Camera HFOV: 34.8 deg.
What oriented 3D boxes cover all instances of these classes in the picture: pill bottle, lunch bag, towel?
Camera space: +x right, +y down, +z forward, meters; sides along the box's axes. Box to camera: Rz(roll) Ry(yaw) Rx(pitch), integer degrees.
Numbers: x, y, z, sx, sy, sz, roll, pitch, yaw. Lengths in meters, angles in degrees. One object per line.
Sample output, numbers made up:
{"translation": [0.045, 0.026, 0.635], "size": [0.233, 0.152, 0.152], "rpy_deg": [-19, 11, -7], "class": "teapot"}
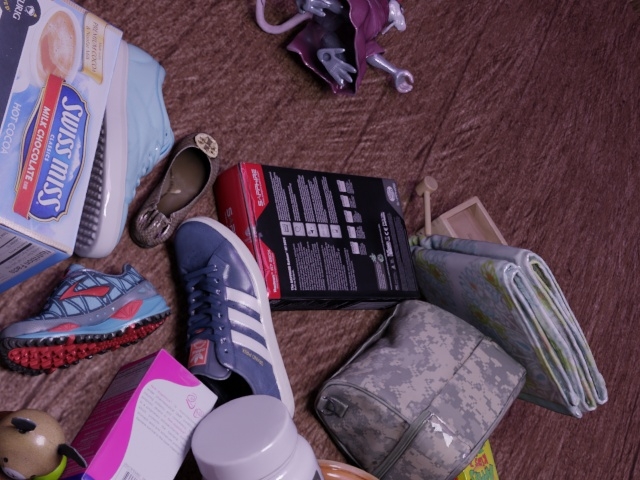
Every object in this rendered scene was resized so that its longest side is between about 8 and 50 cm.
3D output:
{"translation": [-0.067, 0.361, 1.398], "size": [0.161, 0.161, 0.283], "rpy_deg": [-50, 130, -44], "class": "pill bottle"}
{"translation": [0.161, 0.255, 1.699], "size": [0.256, 0.212, 0.305], "rpy_deg": [41, 44, 9], "class": "lunch bag"}
{"translation": [0.315, 0.137, 1.788], "size": [0.090, 0.374, 0.320], "rpy_deg": [-36, 108, -18], "class": "towel"}

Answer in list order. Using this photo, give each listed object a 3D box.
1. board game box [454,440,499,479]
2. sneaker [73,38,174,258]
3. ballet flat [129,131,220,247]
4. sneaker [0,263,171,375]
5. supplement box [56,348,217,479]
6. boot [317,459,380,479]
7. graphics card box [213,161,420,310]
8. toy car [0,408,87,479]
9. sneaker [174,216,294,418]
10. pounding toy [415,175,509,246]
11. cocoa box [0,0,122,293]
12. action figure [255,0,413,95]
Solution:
{"translation": [0.274, 0.414, 1.857], "size": [0.092, 0.043, 0.181], "rpy_deg": [-2, 74, -45], "class": "board game box"}
{"translation": [-0.277, -0.134, 1.498], "size": [0.150, 0.135, 0.366], "rpy_deg": [19, 61, -34], "class": "sneaker"}
{"translation": [-0.216, -0.087, 1.585], "size": [0.084, 0.058, 0.250], "rpy_deg": [38, 49, -10], "class": "ballet flat"}
{"translation": [-0.334, 0.098, 1.386], "size": [0.262, 0.104, 0.125], "rpy_deg": [-13, 64, -51], "class": "sneaker"}
{"translation": [-0.249, 0.269, 1.361], "size": [0.111, 0.114, 0.220], "rpy_deg": [46, 48, -19], "class": "supplement box"}
{"translation": [0.043, 0.488, 1.566], "size": [0.283, 0.109, 0.220], "rpy_deg": [51, 44, -30], "class": "boot"}
{"translation": [0.000, 0.000, 1.738], "size": [0.371, 0.094, 0.233], "rpy_deg": [1, 71, -43], "class": "graphics card box"}
{"translation": [-0.357, 0.258, 1.205], "size": [0.155, 0.188, 0.149], "rpy_deg": [40, 48, -24], "class": "toy car"}
{"translation": [-0.153, 0.136, 1.496], "size": [0.148, 0.131, 0.350], "rpy_deg": [-19, 86, -54], "class": "sneaker"}
{"translation": [0.237, -0.020, 1.986], "size": [0.181, 0.094, 0.206], "rpy_deg": [-27, 83, -42], "class": "pounding toy"}
{"translation": [-0.426, -0.138, 1.280], "size": [0.228, 0.231, 0.347], "rpy_deg": [27, 55, -35], "class": "cocoa box"}
{"translation": [0.058, -0.414, 1.963], "size": [0.275, 0.248, 0.370], "rpy_deg": [20, 31, 13], "class": "action figure"}
